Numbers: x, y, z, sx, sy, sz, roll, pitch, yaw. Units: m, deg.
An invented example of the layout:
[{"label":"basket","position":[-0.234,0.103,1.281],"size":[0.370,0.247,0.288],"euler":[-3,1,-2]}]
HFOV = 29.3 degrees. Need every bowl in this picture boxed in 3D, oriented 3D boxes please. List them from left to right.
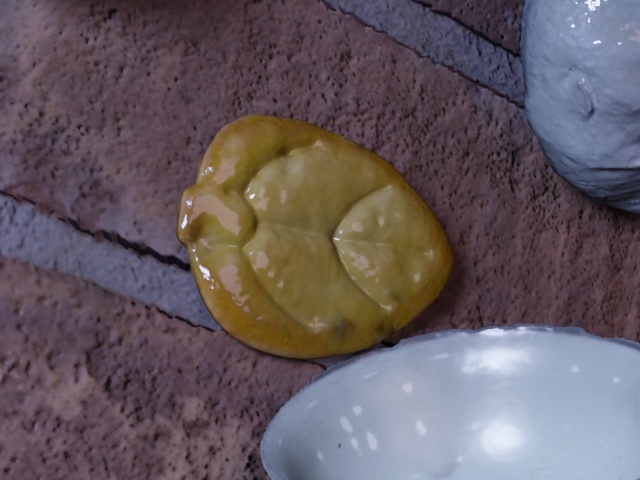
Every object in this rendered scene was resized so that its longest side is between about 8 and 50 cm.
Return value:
[{"label":"bowl","position":[0.123,0.186,0.898],"size":[0.313,0.313,0.146],"euler":[-25,111,-36]}]

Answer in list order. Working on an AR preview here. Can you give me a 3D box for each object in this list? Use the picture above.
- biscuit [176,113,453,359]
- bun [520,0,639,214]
[{"label":"biscuit","position":[0.003,-0.002,1.001],"size":[0.260,0.041,0.203],"euler":[11,70,-29]},{"label":"bun","position":[0.340,-0.189,1.140],"size":[0.354,0.194,0.354],"euler":[-15,114,-39]}]
